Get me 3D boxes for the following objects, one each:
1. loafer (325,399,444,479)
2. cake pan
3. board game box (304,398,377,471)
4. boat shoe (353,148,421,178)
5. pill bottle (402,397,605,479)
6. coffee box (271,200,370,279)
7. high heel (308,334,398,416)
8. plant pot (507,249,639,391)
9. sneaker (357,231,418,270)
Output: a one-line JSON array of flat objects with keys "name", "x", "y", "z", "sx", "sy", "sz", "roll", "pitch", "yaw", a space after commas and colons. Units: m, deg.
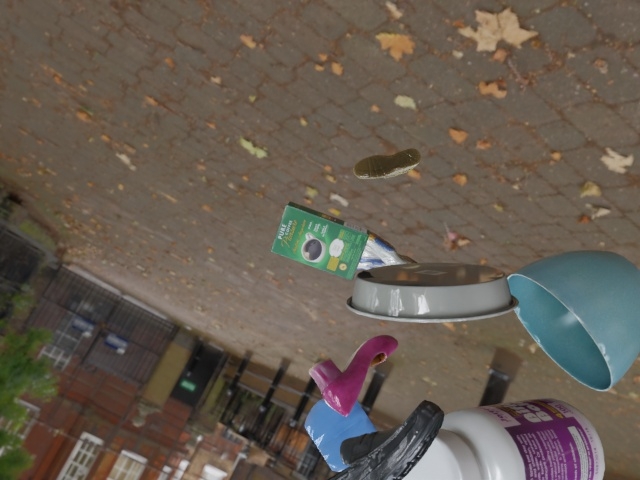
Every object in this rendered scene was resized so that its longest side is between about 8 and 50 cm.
[{"name": "loafer", "x": 0.056, "y": 0.260, "z": 0.746, "sx": 0.078, "sy": 0.223, "sz": 0.076, "roll": 46, "pitch": -156, "yaw": 23}, {"name": "cake pan", "x": 0.189, "y": 0.082, "z": 1.100, "sx": 0.293, "sy": 0.054, "sz": 0.293, "roll": -2, "pitch": -174, "yaw": 0}, {"name": "board game box", "x": 0.048, "y": 0.433, "z": 1.446, "sx": 0.169, "sy": 0.133, "sz": 0.033, "roll": 55, "pitch": 163, "yaw": 13}, {"name": "boat shoe", "x": 0.132, "y": -0.145, "z": 1.271, "sx": 0.135, "sy": 0.050, "sz": 0.045, "roll": -11, "pitch": 163, "yaw": -1}, {"name": "pill bottle", "x": 0.259, "y": 0.323, "z": 0.926, "sx": 0.301, "sy": 0.169, "sz": 0.169, "roll": 5, "pitch": -179, "yaw": -37}, {"name": "coffee box", "x": 0.000, "y": 0.000, "z": 1.332, "sx": 0.184, "sy": 0.113, "sz": 0.040, "roll": 19, "pitch": -158, "yaw": 0}, {"name": "high heel", "x": 0.096, "y": 0.268, "z": 1.287, "sx": 0.244, "sy": 0.082, "sz": 0.117, "roll": -9, "pitch": -130, "yaw": -45}, {"name": "plant pot", "x": 0.555, "y": 0.132, "z": 1.311, "sx": 0.290, "sy": 0.195, "sz": 0.290, "roll": 54, "pitch": 173, "yaw": 10}, {"name": "sneaker", "x": 0.214, "y": 0.102, "z": 1.810, "sx": 0.296, "sy": 0.131, "sz": 0.112, "roll": 35, "pitch": -172, "yaw": 0}]
